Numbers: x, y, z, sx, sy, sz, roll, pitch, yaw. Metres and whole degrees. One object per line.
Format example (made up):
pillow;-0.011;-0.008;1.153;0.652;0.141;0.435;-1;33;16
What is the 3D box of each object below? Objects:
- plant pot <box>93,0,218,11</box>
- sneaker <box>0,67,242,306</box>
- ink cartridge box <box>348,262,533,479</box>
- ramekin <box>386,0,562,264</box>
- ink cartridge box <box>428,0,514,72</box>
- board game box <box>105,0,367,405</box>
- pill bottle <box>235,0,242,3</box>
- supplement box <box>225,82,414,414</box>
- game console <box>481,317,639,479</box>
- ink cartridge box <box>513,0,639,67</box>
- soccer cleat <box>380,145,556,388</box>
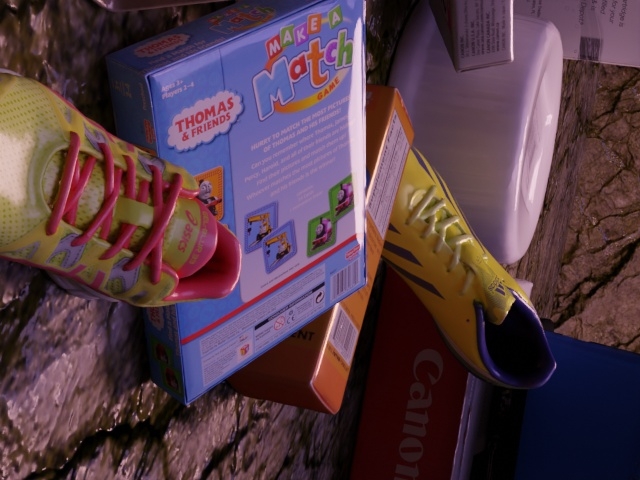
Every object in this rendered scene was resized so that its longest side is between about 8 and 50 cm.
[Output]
plant pot;-0.064;-0.167;0.497;0.109;0.109;0.096;29;60;-72
sneaker;-0.093;-0.016;0.497;0.208;0.094;0.081;34;69;-70
ink cartridge box;0.119;0.182;1.226;0.272;0.130;0.310;9;91;-71
ramekin;0.159;-0.107;1.179;0.277;0.135;0.277;10;90;-73
ink cartridge box;0.116;-0.328;1.018;0.239;0.060;0.275;-102;-177;-48
board game box;-0.038;-0.031;0.663;0.160;0.039;0.212;-31;135;-37
pill bottle;-0.013;-0.117;0.738;0.120;0.067;0.067;79;27;-49
supplement box;0.000;0.000;0.832;0.080;0.078;0.233;60;42;-60
game console;0.260;0.241;1.196;0.250;0.173;0.293;2;98;-69
ink cartridge box;0.297;-0.299;1.275;0.114;0.272;0.197;-29;127;-68
soccer cleat;0.110;0.017;0.971;0.093;0.121;0.289;-44;120;-10
